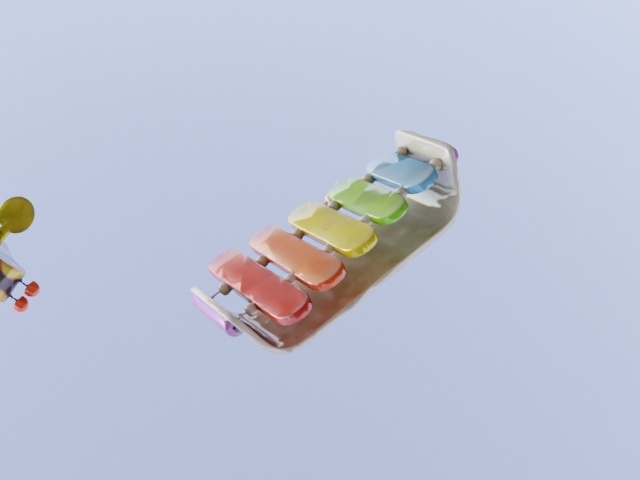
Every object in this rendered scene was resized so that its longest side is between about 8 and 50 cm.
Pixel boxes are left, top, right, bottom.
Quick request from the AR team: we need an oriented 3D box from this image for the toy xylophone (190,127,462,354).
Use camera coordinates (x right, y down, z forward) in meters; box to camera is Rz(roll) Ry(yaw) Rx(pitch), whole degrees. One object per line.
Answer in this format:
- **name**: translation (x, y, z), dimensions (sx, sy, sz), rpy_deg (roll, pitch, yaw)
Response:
- **toy xylophone**: translation (0.000, 0.000, 1.157), dimensions (0.322, 0.081, 0.236), rpy_deg (-42, -150, -21)

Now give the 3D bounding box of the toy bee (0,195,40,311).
- **toy bee**: translation (-0.475, 0.042, 1.475), dimensions (0.162, 0.195, 0.298), rpy_deg (38, -162, -14)
